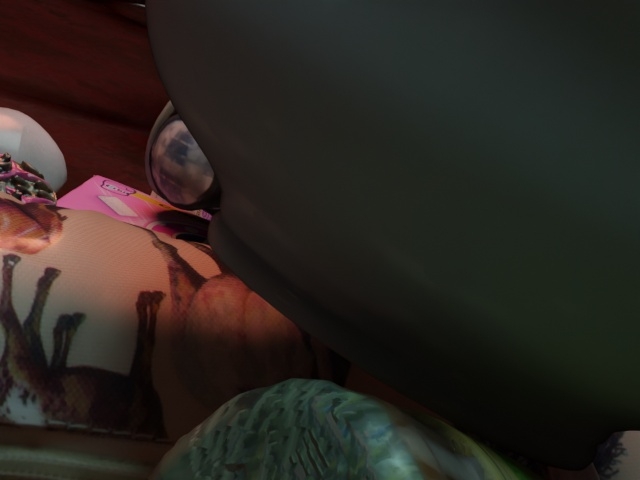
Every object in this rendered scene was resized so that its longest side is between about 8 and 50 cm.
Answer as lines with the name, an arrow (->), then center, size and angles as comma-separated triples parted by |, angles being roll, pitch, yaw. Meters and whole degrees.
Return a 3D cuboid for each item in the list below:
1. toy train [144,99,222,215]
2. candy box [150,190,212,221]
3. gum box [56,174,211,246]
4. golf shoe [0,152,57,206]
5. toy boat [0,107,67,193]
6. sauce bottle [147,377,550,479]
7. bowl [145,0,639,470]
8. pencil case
toy train -> 0.030, -0.095, 0.862 | 0.142, 0.190, 0.334 | 30, 21, 29
candy box -> 0.000, 0.000, 0.978 | 0.165, 0.070, 0.196 | 4, 24, -42
gum box -> -0.069, 0.033, 0.810 | 0.188, 0.062, 0.107 | 22, 17, 4
golf shoe -> -0.205, 0.008, 0.602 | 0.186, 0.086, 0.067 | -10, 42, -14
toy boat -> -0.251, -0.084, 0.731 | 0.318, 0.148, 0.267 | 51, -5, 34
sauce bottle -> 0.089, 0.144, 0.444 | 0.344, 0.111, 0.111 | 30, 6, -44
bowl -> 0.057, -0.023, 0.443 | 0.298, 0.134, 0.298 | 30, 7, -4
pencil case -> -0.040, 0.072, 0.552 | 0.410, 0.160, 0.183 | 11, 0, -30
